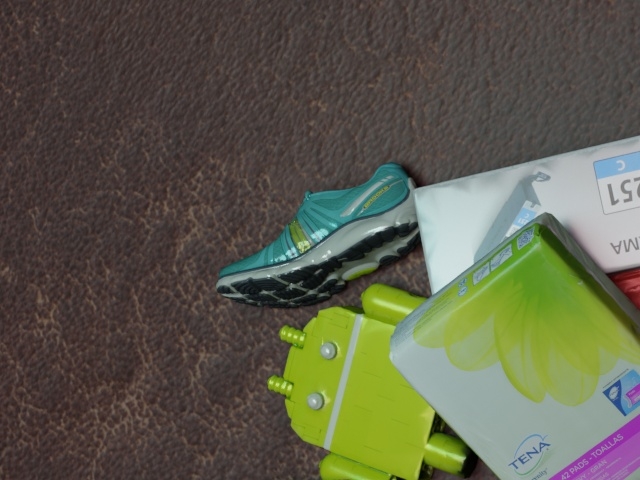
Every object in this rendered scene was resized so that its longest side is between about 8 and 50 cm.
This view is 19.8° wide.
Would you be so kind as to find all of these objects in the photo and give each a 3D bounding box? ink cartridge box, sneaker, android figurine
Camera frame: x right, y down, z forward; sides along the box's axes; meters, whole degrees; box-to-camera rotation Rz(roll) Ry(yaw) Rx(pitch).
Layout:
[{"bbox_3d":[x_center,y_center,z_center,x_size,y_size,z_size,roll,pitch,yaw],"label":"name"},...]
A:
[{"bbox_3d":[0.269,0.039,1.979,0.296,0.066,0.261,-13,83,17],"label":"ink cartridge box"},{"bbox_3d":[0.000,0.000,2.143,0.275,0.107,0.110,-25,59,21],"label":"sneaker"},{"bbox_3d":[0.064,0.174,2.118,0.273,0.056,0.248,19,99,24],"label":"android figurine"}]

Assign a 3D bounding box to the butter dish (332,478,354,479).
[{"bbox_3d":[-0.013,0.370,2.104,0.160,0.118,0.160,-11,111,27],"label":"butter dish"}]

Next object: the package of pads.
[{"bbox_3d":[0.243,0.147,1.940,0.229,0.101,0.296,-39,100,23],"label":"package of pads"}]
